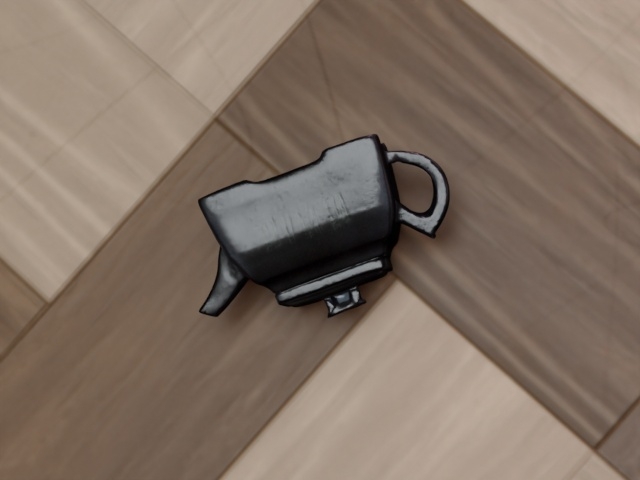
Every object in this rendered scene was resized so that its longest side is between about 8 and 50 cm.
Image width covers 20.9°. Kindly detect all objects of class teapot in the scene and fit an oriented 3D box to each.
[{"bbox_3d":[0.000,0.000,1.101,0.177,0.087,0.096,-21,83,6],"label":"teapot"}]
